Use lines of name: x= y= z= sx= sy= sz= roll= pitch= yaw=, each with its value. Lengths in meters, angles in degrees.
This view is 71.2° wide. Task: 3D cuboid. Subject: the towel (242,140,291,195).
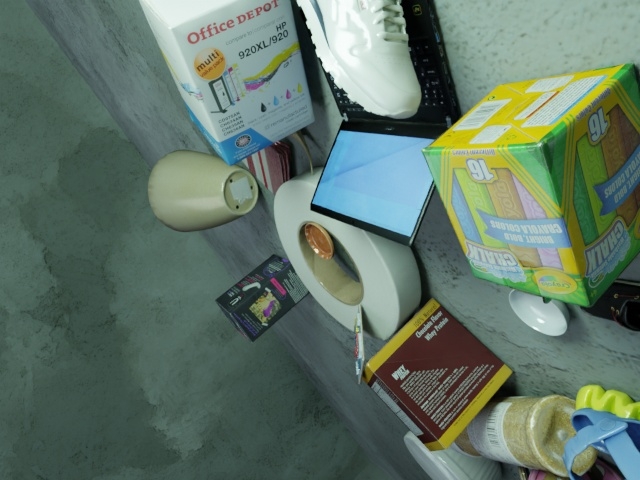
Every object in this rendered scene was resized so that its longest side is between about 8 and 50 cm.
towel: x=-0.177 y=-0.242 z=1.081 sx=0.329 sy=0.037 sz=0.237 roll=46 pitch=162 yaw=19

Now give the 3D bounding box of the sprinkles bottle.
sprinkles bottle: x=0.352 y=0.360 z=0.849 sx=0.121 sy=0.121 sz=0.355 roll=48 pitch=160 yaw=9

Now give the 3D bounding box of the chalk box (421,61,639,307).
chalk box: x=0.219 y=-0.031 z=0.430 sx=0.132 sy=0.132 sz=0.213 roll=15 pitch=141 yaw=59

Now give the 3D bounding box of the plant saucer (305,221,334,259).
plant saucer: x=0.000 y=0.000 z=0.889 sx=0.083 sy=0.013 sz=0.084 roll=41 pitch=150 yaw=31

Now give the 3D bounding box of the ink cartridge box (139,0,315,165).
ink cartridge box: x=-0.136 y=-0.277 z=0.681 sx=0.168 sy=0.171 sz=0.233 roll=51 pitch=165 yaw=36

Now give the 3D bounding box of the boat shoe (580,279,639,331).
boat shoe: x=0.339 y=0.073 z=0.488 sx=0.049 sy=0.042 sz=0.133 roll=52 pitch=162 yaw=-8

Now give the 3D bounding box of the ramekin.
ramekin: x=0.372 y=0.604 z=1.236 sx=0.273 sy=0.127 sz=0.273 roll=44 pitch=160 yaw=21

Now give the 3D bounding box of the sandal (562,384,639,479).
sandal: x=0.414 y=0.263 z=0.520 sx=0.126 sy=0.138 sz=0.317 roll=52 pitch=159 yaw=4

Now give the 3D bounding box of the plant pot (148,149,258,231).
plant pot: x=-0.318 y=-0.145 z=1.309 sx=0.273 sy=0.256 sz=0.257 roll=5 pitch=133 yaw=41

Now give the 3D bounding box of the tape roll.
tape roll: x=0.043 y=0.034 z=0.951 sx=0.392 sy=0.072 sz=0.392 roll=41 pitch=149 yaw=31

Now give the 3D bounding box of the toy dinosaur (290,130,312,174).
toy dinosaur: x=-0.055 y=-0.218 z=0.851 sx=0.183 sy=0.053 sz=0.093 roll=52 pitch=177 yaw=20

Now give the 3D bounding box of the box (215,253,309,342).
box: x=-0.199 y=0.194 z=1.552 sx=0.165 sy=0.270 sz=0.143 roll=17 pitch=141 yaw=59

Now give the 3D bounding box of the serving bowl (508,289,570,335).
serving bowl: x=0.304 y=0.090 z=0.613 sx=0.083 sy=0.027 sz=0.083 roll=44 pitch=160 yaw=21

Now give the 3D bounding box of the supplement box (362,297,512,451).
supplement box: x=0.215 y=0.259 z=0.865 sx=0.194 sy=0.191 sz=0.129 roll=44 pitch=161 yaw=19

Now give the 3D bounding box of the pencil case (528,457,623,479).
pencil case: x=0.504 y=0.561 z=0.829 sx=0.159 sy=0.167 sz=0.386 roll=-9 pitch=124 yaw=31

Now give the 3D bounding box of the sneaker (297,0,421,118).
sneaker: x=0.045 y=-0.235 z=0.461 sx=0.094 sy=0.090 sz=0.235 roll=-38 pitch=75 yaw=43

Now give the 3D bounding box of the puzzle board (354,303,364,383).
puzzle board: x=0.077 y=0.208 z=0.900 sx=0.097 sy=0.011 sz=0.128 roll=90 pitch=180 yaw=-46

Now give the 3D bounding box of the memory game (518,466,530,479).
memory game: x=0.430 y=0.509 z=0.924 sx=0.186 sy=0.012 sz=0.186 roll=51 pitch=-151 yaw=-44

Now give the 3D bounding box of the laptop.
laptop: x=0.043 y=-0.160 z=0.583 sx=0.234 sy=0.136 sz=0.265 roll=24 pitch=147 yaw=52
